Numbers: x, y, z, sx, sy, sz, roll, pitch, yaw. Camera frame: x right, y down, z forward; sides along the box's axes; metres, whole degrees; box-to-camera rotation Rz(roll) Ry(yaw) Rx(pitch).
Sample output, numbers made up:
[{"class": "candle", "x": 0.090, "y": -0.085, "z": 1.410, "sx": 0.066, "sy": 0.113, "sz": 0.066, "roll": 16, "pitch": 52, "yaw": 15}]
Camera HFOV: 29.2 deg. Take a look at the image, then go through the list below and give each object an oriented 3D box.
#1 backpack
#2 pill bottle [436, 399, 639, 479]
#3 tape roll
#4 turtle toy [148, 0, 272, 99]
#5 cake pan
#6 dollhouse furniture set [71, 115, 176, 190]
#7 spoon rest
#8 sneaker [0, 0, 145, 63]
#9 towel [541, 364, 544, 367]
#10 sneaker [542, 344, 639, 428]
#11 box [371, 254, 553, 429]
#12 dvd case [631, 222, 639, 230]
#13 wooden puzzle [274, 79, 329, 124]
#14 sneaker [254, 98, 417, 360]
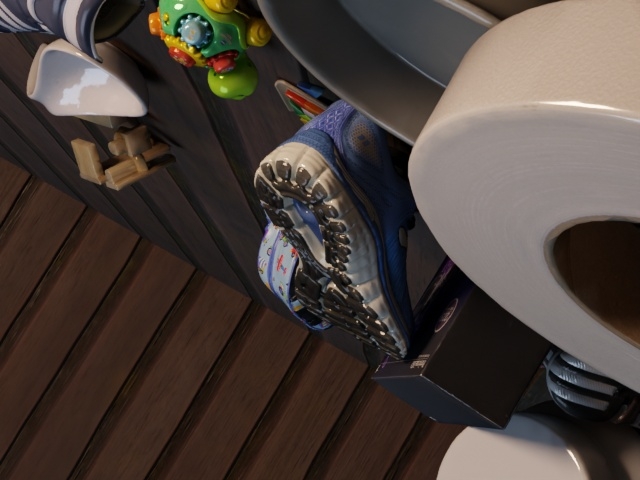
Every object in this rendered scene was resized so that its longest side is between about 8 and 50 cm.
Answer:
[{"class": "backpack", "x": 0.000, "y": 0.000, "z": 1.314, "sx": 0.117, "sy": 0.173, "sz": 0.158, "roll": 24, "pitch": 169, "yaw": 33}, {"class": "pill bottle", "x": 0.316, "y": 0.289, "z": 1.361, "sx": 0.224, "sy": 0.224, "sz": 0.392, "roll": 22, "pitch": -173, "yaw": 42}, {"class": "tape roll", "x": 0.234, "y": 0.017, "z": 0.686, "sx": 0.392, "sy": 0.072, "sz": 0.392, "roll": 27, "pitch": 163, "yaw": 9}, {"class": "turtle toy", "x": -0.093, "y": -0.172, "z": 1.047, "sx": 0.095, "sy": 0.066, "sz": 0.130, "roll": 21, "pitch": 166, "yaw": 44}, {"class": "cake pan", "x": 0.095, "y": -0.116, "z": 0.810, "sx": 0.293, "sy": 0.054, "sz": 0.293, "roll": 30, "pitch": 170, "yaw": 6}, {"class": "dollhouse furniture set", "x": -0.267, "y": -0.166, "z": 1.706, "sx": 0.144, "sy": 0.123, "sz": 0.151, "roll": 20, "pitch": 130, "yaw": 47}, {"class": "spoon rest", "x": -0.294, "y": -0.193, "z": 1.487, "sx": 0.137, "sy": 0.084, "sz": 0.276, "roll": 36, "pitch": 170, "yaw": -28}, {"class": "sneaker", "x": -0.245, "y": -0.223, "z": 1.145, "sx": 0.153, "sy": 0.099, "sz": 0.282, "roll": 34, "pitch": 167, "yaw": -6}, {"class": "towel", "x": 0.279, "y": 0.155, "z": 1.743, "sx": 0.083, "sy": 0.009, "sz": 0.060, "roll": 37, "pitch": 169, "yaw": -31}, {"class": "sneaker", "x": 0.343, "y": 0.134, "z": 1.283, "sx": 0.281, "sy": 0.106, "sz": 0.162, "roll": 23, "pitch": -162, "yaw": -20}, {"class": "box", "x": 0.159, "y": 0.090, "z": 1.264, "sx": 0.103, "sy": 0.184, "sz": 0.261, "roll": 31, "pitch": 170, "yaw": -3}, {"class": "dvd case", "x": 0.246, "y": -0.017, "z": 0.825, "sx": 0.087, "sy": 0.013, "sz": 0.119, "roll": -8, "pitch": 174, "yaw": -10}, {"class": "wooden puzzle", "x": -0.007, "y": -0.124, "z": 1.184, "sx": 0.078, "sy": 0.014, "sz": 0.116, "roll": 25, "pitch": 169, "yaw": 27}, {"class": "sneaker", "x": 0.050, "y": -0.008, "z": 1.162, "sx": 0.129, "sy": 0.147, "sz": 0.330, "roll": 27, "pitch": 154, "yaw": 27}]
